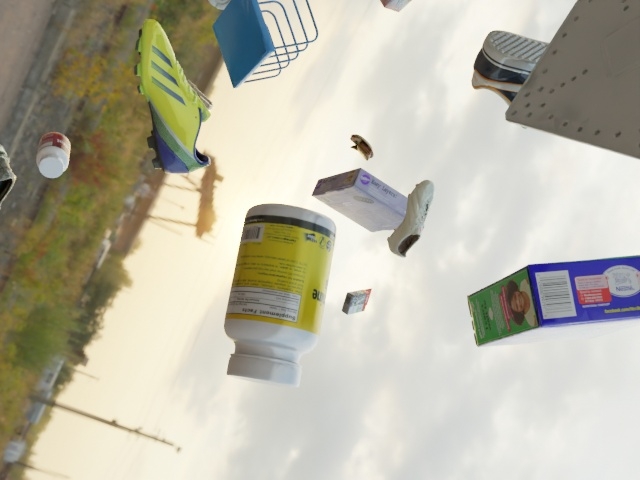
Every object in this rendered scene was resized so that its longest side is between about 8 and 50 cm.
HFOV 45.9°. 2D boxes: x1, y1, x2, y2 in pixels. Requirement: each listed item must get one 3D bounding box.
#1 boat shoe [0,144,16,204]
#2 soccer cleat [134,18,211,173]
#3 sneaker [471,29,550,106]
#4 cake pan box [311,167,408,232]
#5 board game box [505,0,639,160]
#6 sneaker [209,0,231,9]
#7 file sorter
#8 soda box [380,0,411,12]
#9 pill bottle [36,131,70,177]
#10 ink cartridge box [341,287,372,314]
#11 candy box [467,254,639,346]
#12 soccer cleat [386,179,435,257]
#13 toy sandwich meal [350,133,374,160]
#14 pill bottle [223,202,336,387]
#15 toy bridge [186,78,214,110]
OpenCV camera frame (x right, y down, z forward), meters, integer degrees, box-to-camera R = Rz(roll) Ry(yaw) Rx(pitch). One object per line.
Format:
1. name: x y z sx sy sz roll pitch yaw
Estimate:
1. boat shoe: -0.765 -0.086 1.675 0.109 0.091 0.305 -16 157 -51
2. soccer cleat: -0.262 -0.257 1.363 0.093 0.121 0.289 -96 -179 -61
3. sneaker: 0.468 -0.332 1.566 0.127 0.321 0.126 114 -11 -50
4. cake pan box: 0.133 -0.111 2.220 0.267 0.246 0.070 -9 -128 62
5. board game box: 0.558 -0.330 1.314 0.389 0.050 0.390 -58 -148 3
6. sneaker: -0.208 -0.697 1.916 0.235 0.090 0.095 -45 -155 11
7. file sorter: -0.093 -0.348 1.267 0.170 0.105 0.118 -20 -91 63
8. soda box: 0.117 -0.534 1.462 0.063 0.058 0.183 -38 -108 33
9. pill bottle: -0.744 -0.236 2.103 0.086 0.086 0.152 -59 -152 22
10. ink cartridge box: 0.116 0.179 2.232 0.029 0.115 0.062 32 -64 38
11. candy box: 0.462 0.121 1.431 0.317 0.268 0.122 119 -34 -72
12. soccer cleat: 0.225 -0.049 1.783 0.196 0.068 0.076 -63 -148 15
13. toy sandwich meal: 0.108 -0.247 2.012 0.029 0.085 0.085 -47 -168 -12
14. pill bottle: -0.083 0.110 1.473 0.188 0.188 0.333 155 -53 -68
15. toy bridge: -0.275 -0.323 1.720 0.026 0.063 0.188 -48 -151 6
